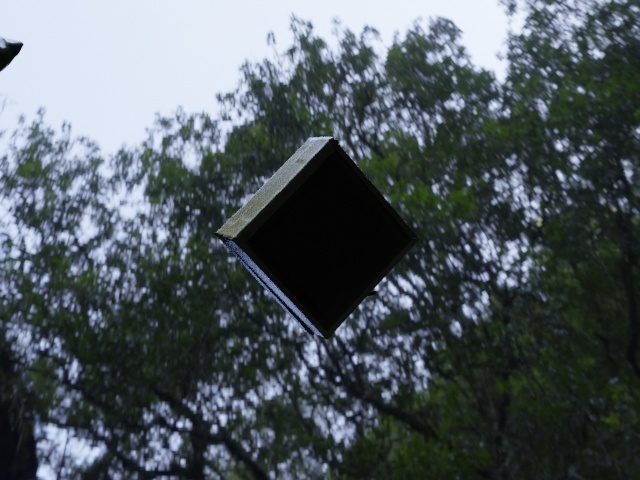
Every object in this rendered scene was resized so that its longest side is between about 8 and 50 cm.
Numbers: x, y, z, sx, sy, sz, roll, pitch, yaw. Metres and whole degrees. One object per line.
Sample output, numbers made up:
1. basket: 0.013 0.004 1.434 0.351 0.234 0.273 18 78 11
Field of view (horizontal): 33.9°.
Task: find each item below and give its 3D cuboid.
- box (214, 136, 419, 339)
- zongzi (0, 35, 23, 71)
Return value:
1. box: 0.000 0.000 0.571 0.079 0.035 0.083 -47 -70 -13
2. zongzi: -0.369 -0.121 0.596 0.323 0.360 0.160 43 -49 -16
